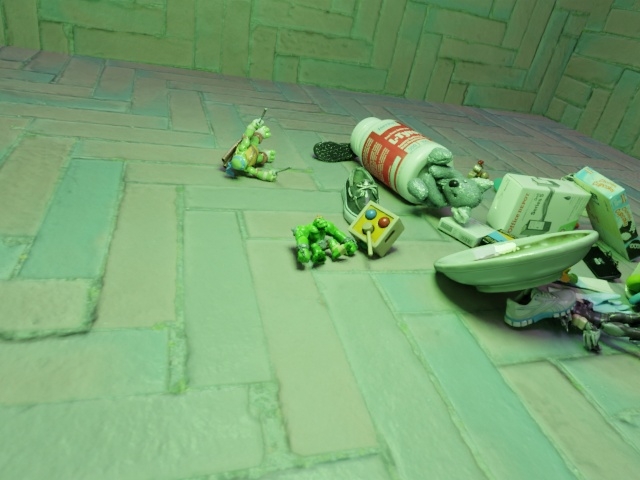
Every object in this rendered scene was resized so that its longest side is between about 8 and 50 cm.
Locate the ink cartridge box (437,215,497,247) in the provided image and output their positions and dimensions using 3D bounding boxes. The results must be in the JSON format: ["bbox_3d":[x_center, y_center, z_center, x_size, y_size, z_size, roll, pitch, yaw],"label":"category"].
[{"bbox_3d":[0.500,-0.035,1.541,0.179,0.045,0.145,-6,32,-46],"label":"ink cartridge box"}]

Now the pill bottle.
[{"bbox_3d":[0.295,-0.327,1.766,0.229,0.229,0.408,-7,35,-31],"label":"pill bottle"}]

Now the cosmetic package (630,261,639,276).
[{"bbox_3d":[1.120,0.136,1.376,0.296,0.129,0.153,32,36,32],"label":"cosmetic package"}]

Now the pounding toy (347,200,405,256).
[{"bbox_3d":[0.151,-0.023,1.289,0.130,0.141,0.100,35,-7,35],"label":"pounding toy"}]

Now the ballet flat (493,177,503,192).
[{"bbox_3d":[0.804,-0.193,1.908,0.067,0.073,0.206,26,21,-37],"label":"ballet flat"}]

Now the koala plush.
[{"bbox_3d":[0.447,-0.167,1.523,0.221,0.196,0.203,31,-6,45],"label":"koala plush"}]

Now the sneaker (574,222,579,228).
[{"bbox_3d":[0.946,-0.103,1.788,0.064,0.067,0.175,4,32,-18],"label":"sneaker"}]

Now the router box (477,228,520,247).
[{"bbox_3d":[0.609,0.034,1.441,0.133,0.046,0.179,-18,42,-41],"label":"router box"}]

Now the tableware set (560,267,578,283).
[{"bbox_3d":[0.673,0.086,1.331,0.154,0.024,0.104,5,44,-21],"label":"tableware set"}]

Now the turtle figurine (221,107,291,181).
[{"bbox_3d":[-0.192,-0.320,1.611,0.198,0.274,0.266,44,22,-14],"label":"turtle figurine"}]

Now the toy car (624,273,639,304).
[{"bbox_3d":[0.954,0.164,1.282,0.182,0.159,0.136,22,67,15],"label":"toy car"}]

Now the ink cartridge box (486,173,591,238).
[{"bbox_3d":[0.751,-0.110,1.592,0.273,0.198,0.115,4,31,-13],"label":"ink cartridge box"}]

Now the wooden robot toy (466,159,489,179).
[{"bbox_3d":[0.728,-0.309,2.063,0.079,0.076,0.173,36,36,17],"label":"wooden robot toy"}]

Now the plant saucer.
[{"bbox_3d":[0.504,0.062,1.189,0.400,0.100,0.400,-13,0,0],"label":"plant saucer"}]

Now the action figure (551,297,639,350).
[{"bbox_3d":[0.709,0.207,1.137,0.285,0.099,0.185,9,33,24],"label":"action figure"}]

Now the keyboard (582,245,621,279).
[{"bbox_3d":[0.929,0.081,1.513,0.100,0.038,0.192,-8,28,12],"label":"keyboard"}]

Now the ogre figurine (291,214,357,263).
[{"bbox_3d":[0.000,0.000,1.234,0.197,0.097,0.118,-23,61,-24],"label":"ogre figurine"}]

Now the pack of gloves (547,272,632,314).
[{"bbox_3d":[0.775,0.136,1.333,0.232,0.046,0.195,12,30,-1],"label":"pack of gloves"}]

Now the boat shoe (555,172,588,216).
[{"bbox_3d":[1.019,-0.230,1.941,0.340,0.158,0.127,20,30,13],"label":"boat shoe"}]

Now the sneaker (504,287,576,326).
[{"bbox_3d":[0.542,0.147,1.123,0.190,0.083,0.071,-17,22,-9],"label":"sneaker"}]

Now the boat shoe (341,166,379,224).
[{"bbox_3d":[0.133,-0.146,1.501,0.121,0.119,0.335,4,30,-14],"label":"boat shoe"}]

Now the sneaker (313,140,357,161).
[{"bbox_3d":[0.065,-0.375,1.940,0.234,0.084,0.097,-4,9,-28],"label":"sneaker"}]

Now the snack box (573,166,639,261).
[{"bbox_3d":[1.000,-0.090,1.587,0.322,0.060,0.187,50,13,-31],"label":"snack box"}]
